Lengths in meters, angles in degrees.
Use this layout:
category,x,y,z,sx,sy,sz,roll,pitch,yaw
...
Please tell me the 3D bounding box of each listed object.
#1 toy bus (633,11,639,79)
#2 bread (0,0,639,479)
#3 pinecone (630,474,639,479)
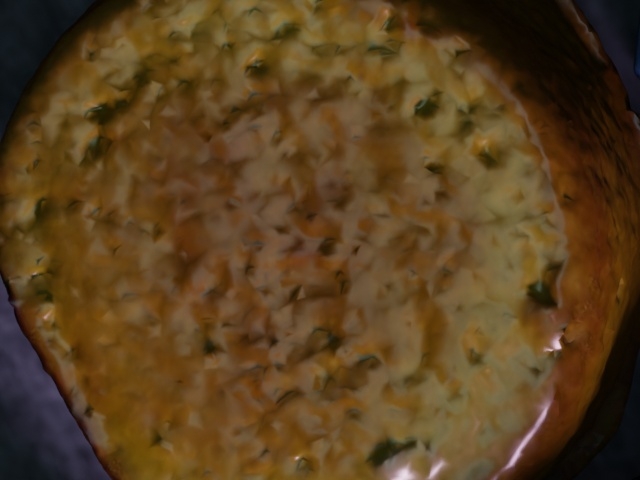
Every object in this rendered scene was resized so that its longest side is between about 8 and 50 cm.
category,x,y,z,sx,sy,sz,roll,pitch,yaw
toy bus,0.209,-0.141,0.758,0.133,0.116,0.234,7,98,10
bread,0.004,0.004,0.788,0.312,0.172,0.312,2,98,13
pinecone,0.156,0.210,0.759,0.243,0.243,0.257,20,88,8
